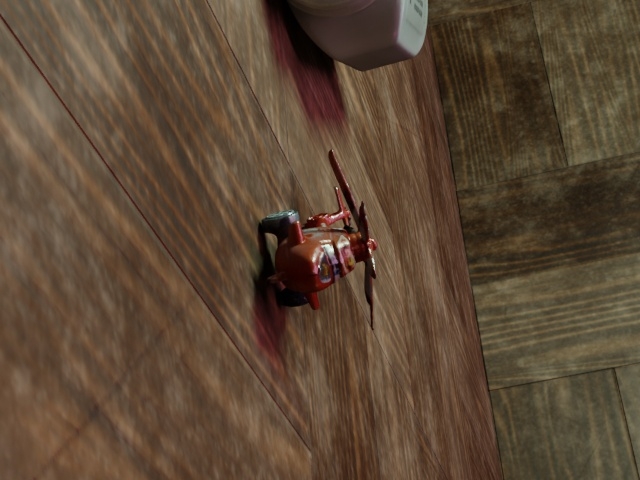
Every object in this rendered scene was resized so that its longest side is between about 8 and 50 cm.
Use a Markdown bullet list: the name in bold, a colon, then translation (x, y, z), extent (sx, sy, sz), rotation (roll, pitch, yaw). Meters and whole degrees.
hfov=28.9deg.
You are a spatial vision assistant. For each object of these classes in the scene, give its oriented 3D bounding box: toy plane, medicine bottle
- **toy plane**: translation (-0.002, -0.007, 0.884), extent (0.194, 0.077, 0.126), rotation (-100, 176, -59)
- **medicine bottle**: translation (0.030, -0.262, 1.195), extent (0.324, 0.124, 0.179), rotation (-18, 96, -78)
